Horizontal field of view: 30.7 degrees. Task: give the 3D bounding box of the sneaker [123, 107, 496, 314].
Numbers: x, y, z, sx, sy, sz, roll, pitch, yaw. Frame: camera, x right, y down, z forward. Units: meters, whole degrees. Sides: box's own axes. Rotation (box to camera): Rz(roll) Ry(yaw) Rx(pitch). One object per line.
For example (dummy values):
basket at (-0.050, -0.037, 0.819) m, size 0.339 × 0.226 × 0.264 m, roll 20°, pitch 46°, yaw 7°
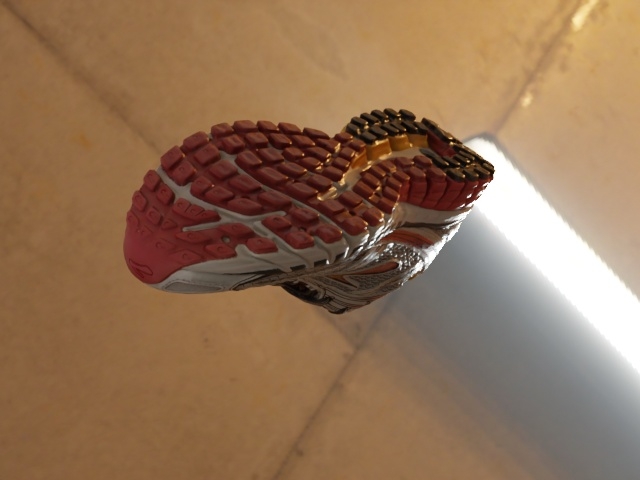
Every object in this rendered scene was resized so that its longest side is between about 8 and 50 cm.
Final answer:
sneaker at (0.000, 0.000, 0.551) m, size 0.088 × 0.092 × 0.225 m, roll 40°, pitch -150°, yaw 30°
